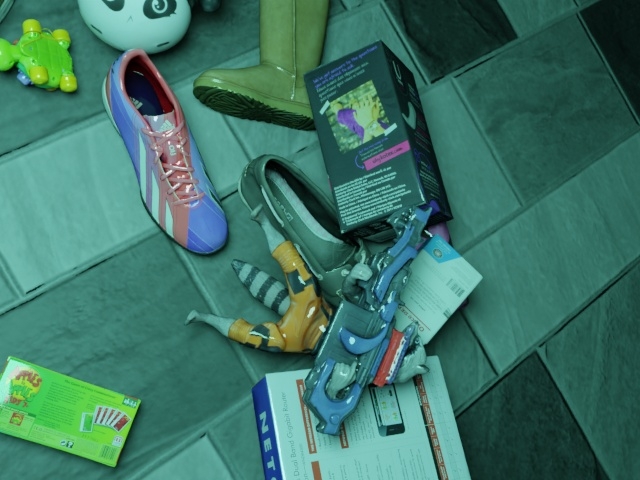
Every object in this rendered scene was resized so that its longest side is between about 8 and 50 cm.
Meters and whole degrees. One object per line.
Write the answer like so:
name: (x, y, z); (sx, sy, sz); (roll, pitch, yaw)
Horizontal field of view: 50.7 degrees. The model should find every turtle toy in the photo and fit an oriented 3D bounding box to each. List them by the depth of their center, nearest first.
turtle toy: (-0.411, -0.258, 0.963); (0.130, 0.066, 0.095); (2, 74, -58)

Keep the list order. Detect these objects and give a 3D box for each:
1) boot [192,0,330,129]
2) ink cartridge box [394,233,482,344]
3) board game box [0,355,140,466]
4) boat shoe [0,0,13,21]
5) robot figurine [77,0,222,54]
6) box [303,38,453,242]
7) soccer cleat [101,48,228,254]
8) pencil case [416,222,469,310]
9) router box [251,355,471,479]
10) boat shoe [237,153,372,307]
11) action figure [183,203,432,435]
boot: (-0.093, -0.335, 1.124); (0.236, 0.089, 0.270); (11, 75, -35)
ink cartridge box: (0.157, 0.091, 1.075); (0.104, 0.060, 0.180); (44, 79, -1)
board game box: (-0.347, 0.230, 0.907); (0.181, 0.043, 0.092); (24, 70, -18)
boat shoe: (-0.513, -0.274, 0.911); (0.118, 0.103, 0.321); (28, 69, -16)
robot figurine: (-0.266, -0.420, 1.012); (0.173, 0.209, 0.278); (29, 62, -57)
box: (0.093, -0.149, 1.080); (0.165, 0.143, 0.271); (16, 59, -63)
soccer cleat: (-0.226, -0.127, 0.998); (0.108, 0.116, 0.318); (-26, 89, -26)
pencil case: (0.182, 0.028, 1.164); (0.095, 0.098, 0.210); (2, 72, -64)
router box: (0.073, 0.353, 1.002); (0.301, 0.082, 0.336); (-1, 65, -24)
boat shoe: (0.000, 0.000, 1.081); (0.335, 0.095, 0.112); (47, 65, -8)
action figure: (0.022, 0.082, 0.982); (0.330, 0.178, 0.341); (32, 81, 1)
